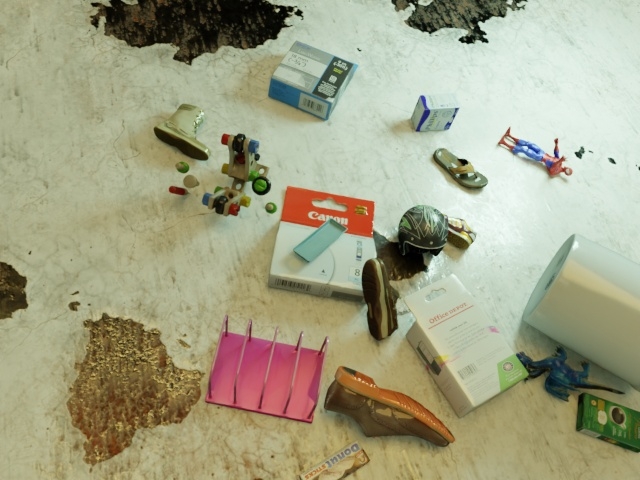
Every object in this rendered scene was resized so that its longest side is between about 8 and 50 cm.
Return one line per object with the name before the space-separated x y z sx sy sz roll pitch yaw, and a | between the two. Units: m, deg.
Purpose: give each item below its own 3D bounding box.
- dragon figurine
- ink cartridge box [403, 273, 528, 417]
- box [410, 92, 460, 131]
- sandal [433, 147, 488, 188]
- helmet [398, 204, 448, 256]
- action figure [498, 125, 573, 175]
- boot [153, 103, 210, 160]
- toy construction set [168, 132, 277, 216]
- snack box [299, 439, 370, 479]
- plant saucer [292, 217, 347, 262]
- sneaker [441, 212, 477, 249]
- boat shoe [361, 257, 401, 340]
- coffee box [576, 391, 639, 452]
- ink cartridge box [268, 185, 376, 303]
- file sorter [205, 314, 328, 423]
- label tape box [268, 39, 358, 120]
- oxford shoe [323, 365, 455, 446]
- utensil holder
dragon figurine | 0.695 0.398 1.753 0.289 0.085 0.144 35 59 24
ink cartridge box | 0.391 0.293 1.758 0.207 0.119 0.353 -23 66 -21
box | 0.413 -0.461 2.222 0.137 0.126 0.072 -6 62 -12
sandal | 0.492 -0.260 2.150 0.090 0.060 0.219 -35 70 -26
helmet | 0.321 -0.030 1.919 0.169 0.161 0.169 4 58 -7
action figure | 0.794 -0.331 2.205 0.280 0.139 0.091 35 61 9
boot | -0.424 -0.367 2.055 0.213 0.077 0.165 29 57 12
toy construction set | -0.293 -0.189 1.930 0.309 0.237 0.257 -8 89 5
snack box | 0.037 0.585 1.578 0.178 0.022 0.064 -25 65 -22
plant saucer | 0.000 0.000 1.837 0.067 0.018 0.192 34 48 18
sneaker | 0.424 -0.050 2.012 0.185 0.069 0.084 41 52 8
boat shoe | 0.180 0.157 1.751 0.095 0.257 0.095 -18 31 -23
coffee box | 0.822 0.515 1.740 0.184 0.040 0.113 18 56 3
ink cartridge box | 0.020 -0.012 1.902 0.308 0.091 0.385 10 59 -3
file sorter | -0.136 0.330 1.611 0.291 0.182 0.202 12 58 -2
label tape box | -0.013 -0.624 2.263 0.241 0.106 0.333 23 58 5
oxford shoe | 0.181 0.471 1.638 0.364 0.130 0.132 28 91 0
utensil holder | 0.831 0.203 1.772 0.385 0.327 0.327 29 59 11
